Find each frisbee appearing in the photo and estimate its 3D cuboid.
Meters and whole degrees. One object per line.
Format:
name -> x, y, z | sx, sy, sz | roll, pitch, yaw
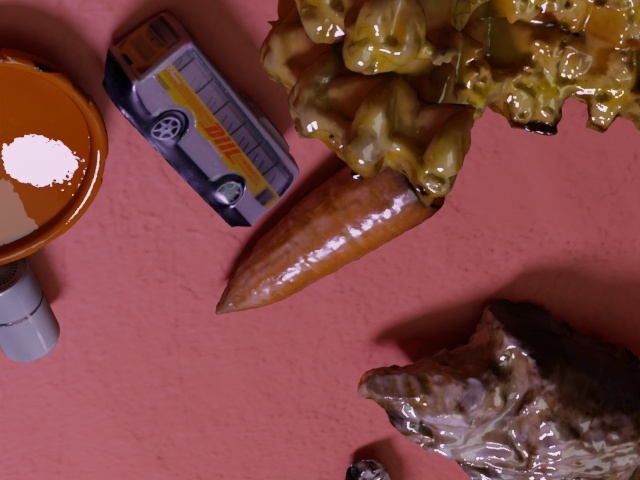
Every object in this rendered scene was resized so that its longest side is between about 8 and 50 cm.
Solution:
frisbee -> -0.240, -0.057, 1.325 | 0.192, 0.035, 0.192 | -11, 134, -12

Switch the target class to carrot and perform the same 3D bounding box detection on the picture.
carrot -> 0.000, 0.000, 1.463 | 0.205, 0.072, 0.072 | -37, 135, 21

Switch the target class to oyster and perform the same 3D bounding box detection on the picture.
oyster -> 0.200, 0.133, 1.629 | 0.341, 0.166, 0.110 | 22, 131, -17

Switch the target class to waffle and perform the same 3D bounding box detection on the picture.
waffle -> 0.118, -0.141, 1.236 | 0.324, 0.261, 0.151 | -3, 125, -24

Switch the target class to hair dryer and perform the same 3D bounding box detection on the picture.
hair dryer -> -0.265, 0.061, 1.425 | 0.137, 0.047, 0.082 | -16, 137, 0

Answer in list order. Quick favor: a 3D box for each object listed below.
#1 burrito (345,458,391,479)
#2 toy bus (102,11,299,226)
burrito -> 0.036, 0.281, 1.747 | 0.058, 0.063, 0.229 | 13, 133, 3
toy bus -> -0.080, -0.081, 1.356 | 0.072, 0.057, 0.172 | -39, 135, 3
